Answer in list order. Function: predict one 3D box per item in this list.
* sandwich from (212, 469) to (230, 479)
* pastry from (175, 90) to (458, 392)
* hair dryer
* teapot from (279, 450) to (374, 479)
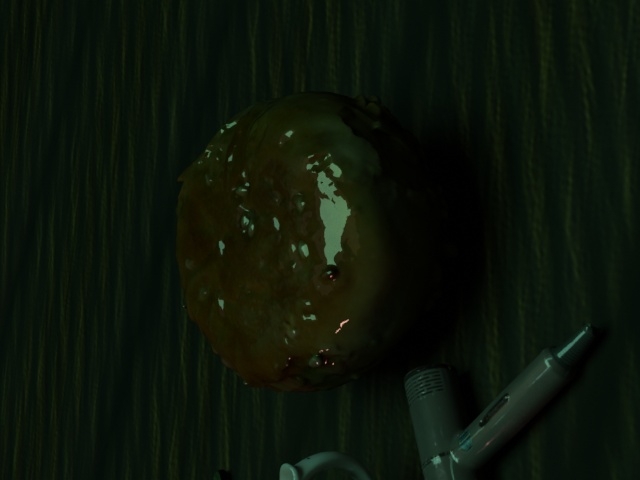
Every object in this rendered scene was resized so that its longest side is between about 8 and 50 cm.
[{"bbox_3d":[-0.128,0.316,1.808,0.067,0.029,0.135,37,111,54],"label":"sandwich"},{"bbox_3d":[0.000,0.000,1.564,0.315,0.184,0.284,-24,72,51],"label":"pastry"},{"bbox_3d":[0.169,0.165,1.396,0.220,0.053,0.195,-36,53,38],"label":"hair dryer"},{"bbox_3d":[0.006,0.340,1.494,0.208,0.166,0.300,175,93,-68],"label":"teapot"}]
